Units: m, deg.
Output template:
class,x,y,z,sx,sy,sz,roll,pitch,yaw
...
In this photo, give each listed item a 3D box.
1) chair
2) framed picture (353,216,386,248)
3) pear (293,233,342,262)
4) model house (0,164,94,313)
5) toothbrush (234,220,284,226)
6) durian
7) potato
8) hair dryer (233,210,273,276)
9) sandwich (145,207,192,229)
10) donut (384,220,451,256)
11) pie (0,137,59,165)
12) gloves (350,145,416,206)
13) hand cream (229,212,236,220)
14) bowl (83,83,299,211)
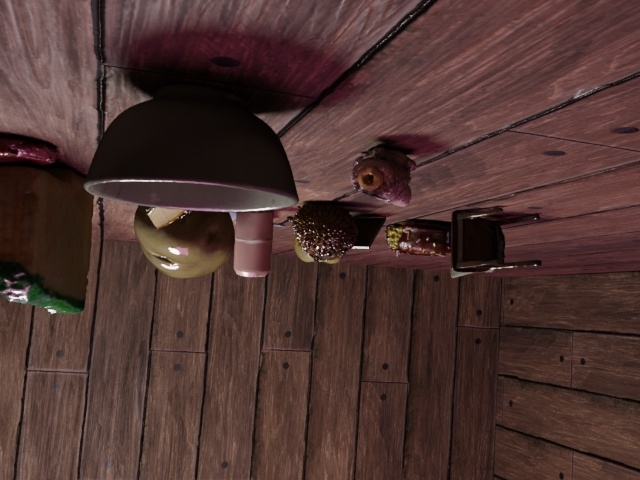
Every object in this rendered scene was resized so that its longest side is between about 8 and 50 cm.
class,x,y,z,sx,sy,sz,roll,pitch,yaw
chair,0.402,0.009,1.867,0.186,0.160,0.319,4,172,-35
framed picture,0.112,-0.023,2.005,0.109,0.011,0.149,0,-145,28
pear,0.000,0.000,2.164,0.167,0.137,0.167,4,178,0
model house,-0.722,-0.016,1.559,0.342,0.335,0.382,3,173,-1
toothbrush,-0.201,-0.056,2.351,0.167,0.011,0.014,5,179,-11
durian,0.001,-0.031,1.890,0.196,0.167,0.196,16,153,8
potato,-0.338,-0.017,1.807,0.243,0.221,0.326,-5,162,1
hair dryer,-0.174,-0.014,2.089,0.106,0.190,0.344,4,-171,5
sandwich,-0.245,-0.099,1.439,0.162,0.058,0.193,-37,-172,-39
donut,0.306,0.000,2.133,0.216,0.096,0.230,7,173,-26
pie,-0.584,-0.170,1.370,0.153,0.038,0.153,4,177,0
gloves,0.107,-0.111,1.207,0.110,0.094,0.144,12,-166,2
hand cream,-0.281,-0.071,2.121,0.064,0.043,0.170,1,171,-24
bowl,-0.172,-0.128,0.982,0.289,0.146,0.289,2,175,0
